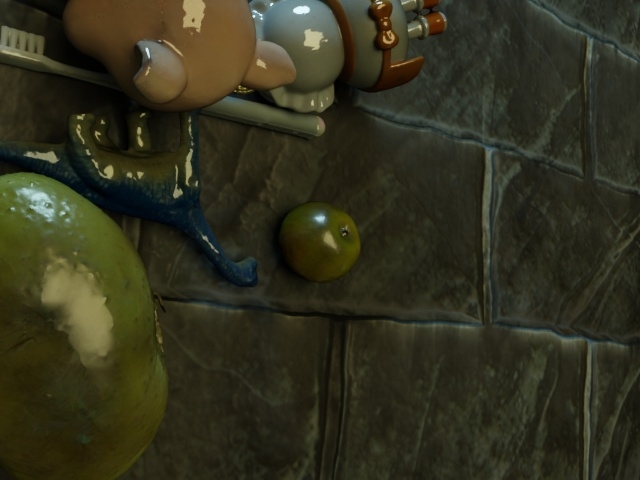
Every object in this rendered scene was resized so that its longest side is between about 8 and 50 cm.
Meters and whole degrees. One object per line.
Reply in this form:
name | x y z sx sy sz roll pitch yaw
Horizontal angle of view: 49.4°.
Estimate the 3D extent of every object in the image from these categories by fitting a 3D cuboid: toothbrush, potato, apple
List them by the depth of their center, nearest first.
potato | -0.203 0.070 0.528 0.169 0.143 0.248 -20 101 -16
toothbrush | -0.137 -0.144 0.681 0.342 0.025 0.030 9 78 -35
apple | 0.000 0.000 0.739 0.090 0.074 0.089 29 49 -40

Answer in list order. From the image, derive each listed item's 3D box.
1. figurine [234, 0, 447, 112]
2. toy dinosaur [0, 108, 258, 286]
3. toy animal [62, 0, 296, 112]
figurine | 0.017 -0.213 0.730 0.271 0.143 0.143 -27 102 -36
toy dinosaur | -0.166 -0.024 0.621 0.248 0.075 0.188 -15 97 -43
toy animal | -0.140 -0.221 0.574 0.167 0.154 0.250 -26 85 -32
